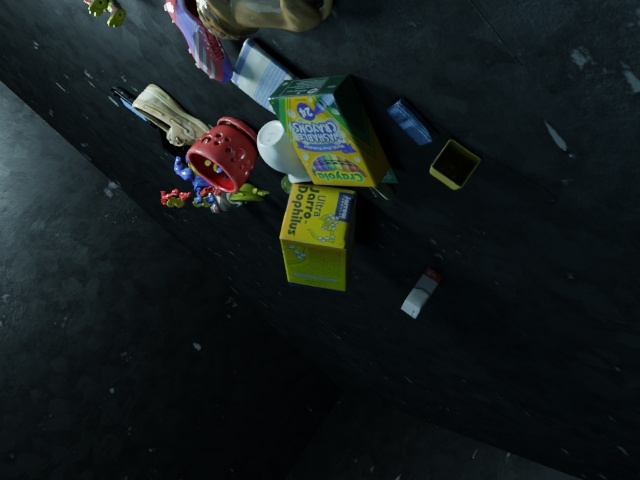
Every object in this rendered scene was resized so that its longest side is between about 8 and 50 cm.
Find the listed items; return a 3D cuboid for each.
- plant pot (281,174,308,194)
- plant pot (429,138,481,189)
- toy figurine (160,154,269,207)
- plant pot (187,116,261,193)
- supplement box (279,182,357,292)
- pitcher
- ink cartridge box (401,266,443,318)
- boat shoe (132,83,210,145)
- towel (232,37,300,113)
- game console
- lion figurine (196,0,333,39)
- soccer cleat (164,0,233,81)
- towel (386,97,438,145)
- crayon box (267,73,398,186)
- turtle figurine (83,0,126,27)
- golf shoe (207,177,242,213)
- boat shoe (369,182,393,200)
[{"bbox_3d":[-0.073,-0.191,2.048,0.083,0.083,0.079,33,149,10],"label":"plant pot"},{"bbox_3d":[0.288,-0.159,1.495,0.082,0.081,0.083,36,171,3],"label":"plant pot"},{"bbox_3d":[-0.367,-0.242,2.339,0.363,0.217,0.191,-3,169,-21],"label":"toy figurine"},{"bbox_3d":[-0.279,-0.265,2.069,0.191,0.174,0.191,33,160,13],"label":"plant pot"},{"bbox_3d":[0.000,0.000,2.087,0.196,0.194,0.356,9,155,6],"label":"supplement box"},{"bbox_3d":[-0.064,-0.238,1.873,0.178,0.125,0.207,5,157,32],"label":"pitcher"},{"bbox_3d":[0.311,0.161,2.092,0.056,0.135,0.099,34,160,11],"label":"ink cartridge box"},{"bbox_3d":[-0.465,-0.364,2.257,0.341,0.110,0.122,40,161,-9],"label":"boat shoe"},{"bbox_3d":[-0.095,-0.376,1.720,0.285,0.034,0.209,37,159,-5],"label":"towel"},{"bbox_3d":[-0.603,-0.421,2.438,0.361,0.044,0.213,38,160,9],"label":"game console"},{"bbox_3d":[-0.109,-0.477,1.359,0.392,0.142,0.240,21,163,28],"label":"lion figurine"},{"bbox_3d":[-0.283,-0.500,1.664,0.095,0.083,0.248,-9,123,43],"label":"soccer cleat"},{"bbox_3d":[0.198,-0.257,1.493,0.119,0.029,0.067,42,161,-16],"label":"towel"},{"bbox_3d":[0.035,-0.238,1.645,0.203,0.083,0.322,6,140,40],"label":"crayon box"},{"bbox_3d":[-0.605,-0.666,1.825,0.217,0.087,0.269,50,180,24],"label":"turtle figurine"},{"bbox_3d":[-0.382,-0.224,2.496,0.120,0.105,0.272,-8,131,20],"label":"golf shoe"},{"bbox_3d":[0.142,-0.153,1.796,0.042,0.048,0.133,2,146,46],"label":"boat shoe"}]
